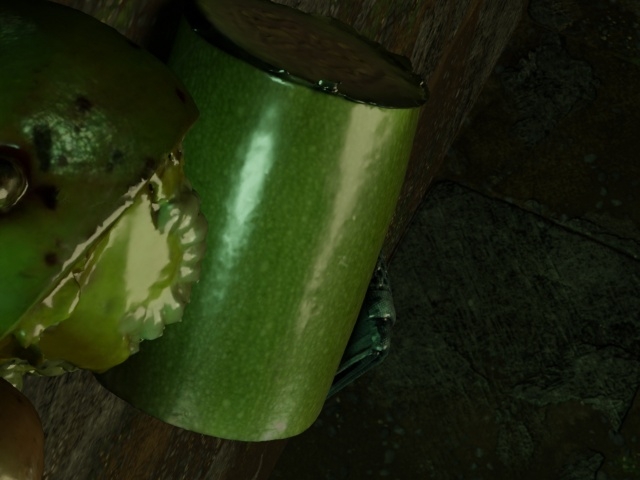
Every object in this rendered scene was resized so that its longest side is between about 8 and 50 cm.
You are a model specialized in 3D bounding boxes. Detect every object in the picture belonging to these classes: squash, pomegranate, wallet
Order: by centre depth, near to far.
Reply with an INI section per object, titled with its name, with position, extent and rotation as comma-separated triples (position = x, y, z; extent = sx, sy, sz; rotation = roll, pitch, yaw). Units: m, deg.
[pomegranate]
position = -0.208, -0.026, 1.149
extent = 0.260, 0.260, 0.340
rotation = -64, -162, -10
[squash]
position = -0.064, -0.025, 1.712
extent = 0.263, 0.263, 0.384
rotation = -38, 150, -66
[wallet]
position = 0.000, 0.000, 1.911
extent = 0.237, 0.075, 0.342
rotation = -43, -131, 53

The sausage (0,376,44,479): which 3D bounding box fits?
[sausage]
position = -0.364, 0.205, 0.914
extent = 0.500, 0.136, 0.123
rotation = -30, -178, -31
